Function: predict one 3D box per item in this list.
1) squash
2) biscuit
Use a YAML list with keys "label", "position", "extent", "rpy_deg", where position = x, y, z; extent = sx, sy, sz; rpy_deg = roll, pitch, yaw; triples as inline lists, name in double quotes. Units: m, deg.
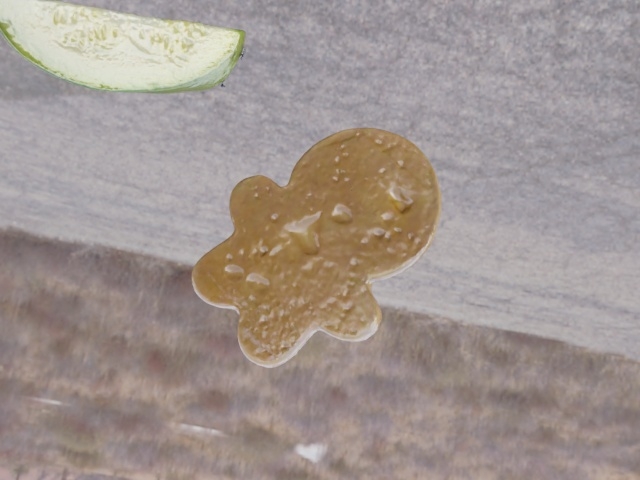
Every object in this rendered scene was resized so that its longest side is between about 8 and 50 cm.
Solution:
- label: "squash"
  position: [-0.263, -0.255, 0.982]
  extent: [0.203, 0.111, 0.288]
  rpy_deg: [12, -168, 25]
- label: "biscuit"
  position: [0.001, 0.001, 0.980]
  extent: [0.275, 0.355, 0.052]
  rpy_deg: [46, 180, 14]
